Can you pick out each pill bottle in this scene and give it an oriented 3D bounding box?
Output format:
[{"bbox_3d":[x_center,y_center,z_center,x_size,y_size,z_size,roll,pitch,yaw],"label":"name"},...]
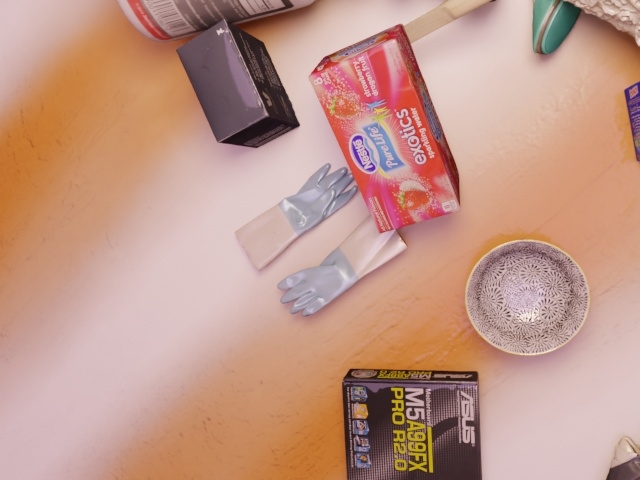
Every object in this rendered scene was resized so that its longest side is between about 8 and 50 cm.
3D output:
[{"bbox_3d":[-0.115,-0.435,0.881,0.363,0.210,0.210,-8,94,15],"label":"pill bottle"}]

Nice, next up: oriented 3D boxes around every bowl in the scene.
[{"bbox_3d":[0.303,0.078,0.890,0.170,0.080,0.170,2,97,15],"label":"bowl"}]

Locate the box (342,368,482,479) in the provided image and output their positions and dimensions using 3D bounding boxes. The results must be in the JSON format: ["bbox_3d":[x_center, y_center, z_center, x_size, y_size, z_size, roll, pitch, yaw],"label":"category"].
[{"bbox_3d":[0.151,0.347,0.969,0.217,0.060,0.269,-1,96,16],"label":"box"}]

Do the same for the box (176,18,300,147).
[{"bbox_3d":[-0.122,-0.236,0.930,0.093,0.158,0.155,-25,89,16],"label":"box"}]

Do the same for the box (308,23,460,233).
[{"bbox_3d":[0.100,-0.155,0.851,0.128,0.122,0.256,-17,114,21],"label":"box"}]

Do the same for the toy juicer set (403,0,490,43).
[{"bbox_3d":[0.156,-0.417,0.765,0.209,0.089,0.328,0,130,24],"label":"toy juicer set"}]

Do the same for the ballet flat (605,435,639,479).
[{"bbox_3d":[0.487,0.308,0.877,0.203,0.074,0.074,-42,84,21],"label":"ballet flat"}]

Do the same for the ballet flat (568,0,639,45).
[{"bbox_3d":[0.467,-0.280,0.719,0.409,0.147,0.146,25,102,3],"label":"ballet flat"}]

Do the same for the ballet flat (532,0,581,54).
[{"bbox_3d":[0.350,-0.382,0.839,0.087,0.083,0.247,39,105,33],"label":"ballet flat"}]

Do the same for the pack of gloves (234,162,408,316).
[{"bbox_3d":[0.000,0.000,0.993,0.232,0.046,0.195,-36,74,13],"label":"pack of gloves"}]

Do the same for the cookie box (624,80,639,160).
[{"bbox_3d":[0.457,-0.166,0.817,0.040,0.092,0.107,-11,93,13],"label":"cookie box"}]
